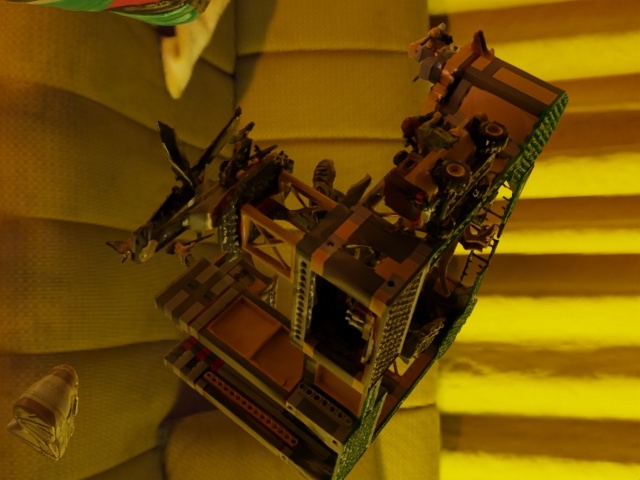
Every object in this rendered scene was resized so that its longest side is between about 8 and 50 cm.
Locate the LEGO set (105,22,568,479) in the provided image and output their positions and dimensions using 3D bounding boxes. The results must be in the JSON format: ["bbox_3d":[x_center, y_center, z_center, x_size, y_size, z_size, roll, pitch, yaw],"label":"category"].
[{"bbox_3d":[0.000,0.000,0.497,0.255,0.192,0.331,-48,159,-24],"label":"LEGO set"}]

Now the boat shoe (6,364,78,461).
[{"bbox_3d":[-0.235,0.151,0.629,0.048,0.056,0.153,-59,-179,-35],"label":"boat shoe"}]

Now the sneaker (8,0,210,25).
[{"bbox_3d":[-0.100,-0.246,0.578,0.178,0.295,0.124,-41,124,-68],"label":"sneaker"}]
